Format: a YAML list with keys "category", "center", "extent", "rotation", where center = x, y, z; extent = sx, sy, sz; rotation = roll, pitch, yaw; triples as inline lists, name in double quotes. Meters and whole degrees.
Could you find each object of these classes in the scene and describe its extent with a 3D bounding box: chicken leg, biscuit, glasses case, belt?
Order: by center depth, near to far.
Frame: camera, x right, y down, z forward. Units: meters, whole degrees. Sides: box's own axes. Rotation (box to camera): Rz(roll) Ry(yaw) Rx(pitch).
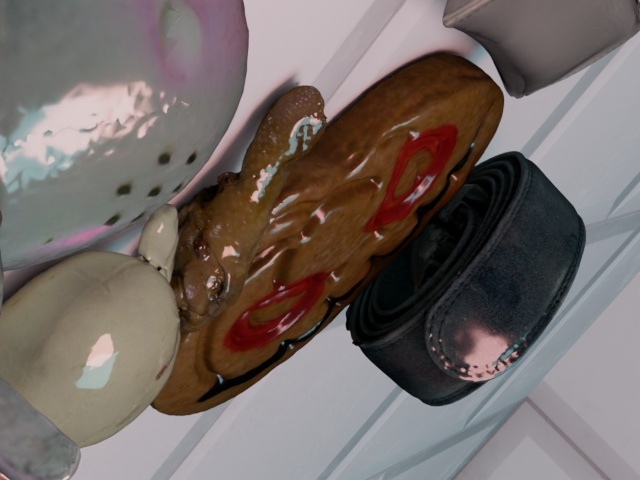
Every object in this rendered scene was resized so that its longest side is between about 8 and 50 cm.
- category: "chicken leg"
  center: [-0.054, -0.018, 1.135]
  extent: [0.198, 0.069, 0.085]
  rotation: [-55, 166, 14]
- category: "glasses case"
  center: [0.150, -0.179, 1.207]
  extent: [0.128, 0.083, 0.308]
  rotation: [-41, 165, 8]
- category: "biscuit"
  center: [0.001, 0.001, 1.326]
  extent: [0.367, 0.063, 0.314]
  rotation: [-44, 166, 3]
- category: "belt"
  center: [0.125, 0.040, 1.453]
  extent: [0.206, 0.116, 0.267]
  rotation: [-38, -164, 30]

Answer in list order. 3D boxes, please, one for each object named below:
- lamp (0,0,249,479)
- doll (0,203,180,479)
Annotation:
- category: "lamp"
  center: [-0.150, -0.010, 0.615]
  extent: [0.301, 0.247, 0.247]
  rotation: [-41, 168, -40]
- category: "doll"
  center: [-0.169, 0.098, 1.048]
  extent: [0.275, 0.113, 0.155]
  rotation: [-40, 161, -12]
